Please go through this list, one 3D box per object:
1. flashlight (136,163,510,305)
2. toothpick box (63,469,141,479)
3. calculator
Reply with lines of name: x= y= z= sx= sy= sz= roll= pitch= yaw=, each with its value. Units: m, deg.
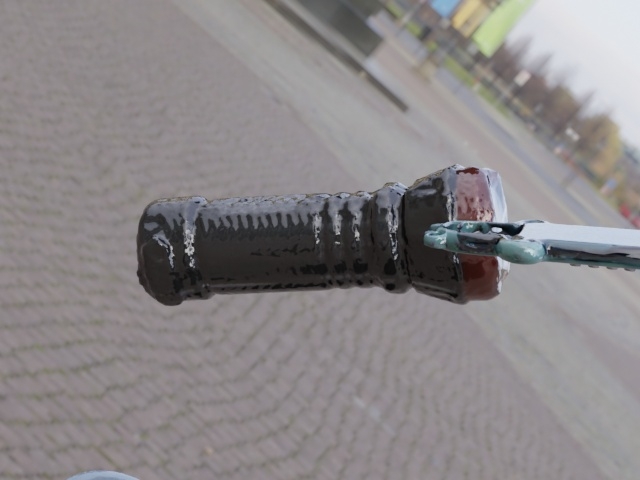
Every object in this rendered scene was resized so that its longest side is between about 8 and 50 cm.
flashlight: x=0.000 y=0.000 z=0.869 sx=0.093 sy=0.232 sz=0.093 roll=-2 pitch=90 yaw=-76
toothpick box: x=-0.116 y=0.166 z=0.519 sx=0.101 sy=0.153 sz=0.101 roll=38 pitch=30 yaw=-27
calculator: x=0.123 y=0.002 z=0.708 sx=0.141 sy=0.019 sz=0.094 roll=5 pitch=9 yaw=13
